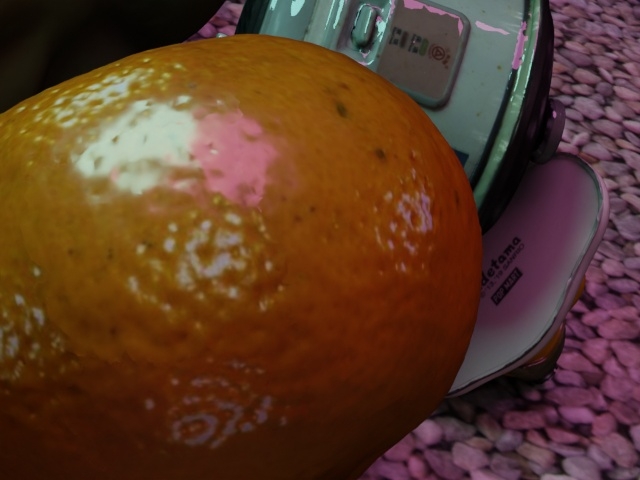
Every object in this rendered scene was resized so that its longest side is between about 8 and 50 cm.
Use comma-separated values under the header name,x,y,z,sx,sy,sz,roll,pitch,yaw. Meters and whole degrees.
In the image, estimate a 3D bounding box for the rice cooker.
name,x,y,z,sx,sy,sz,roll,pitch,yaw
rice cooker,0.061,-0.129,1.645,0.316,0.264,0.317,3,78,-14

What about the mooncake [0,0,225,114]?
name,x,y,z,sx,sy,sz,roll,pitch,yaw
mooncake,-0.285,-0.258,1.690,0.262,0.467,0.467,34,33,27

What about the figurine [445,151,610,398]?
name,x,y,z,sx,sy,sz,roll,pitch,yaw
figurine,0.195,0.047,1.739,0.141,0.250,0.166,22,34,-42

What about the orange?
name,x,y,z,sx,sy,sz,roll,pitch,yaw
orange,-0.087,0.048,1.379,0.424,0.424,0.326,-9,74,-40
